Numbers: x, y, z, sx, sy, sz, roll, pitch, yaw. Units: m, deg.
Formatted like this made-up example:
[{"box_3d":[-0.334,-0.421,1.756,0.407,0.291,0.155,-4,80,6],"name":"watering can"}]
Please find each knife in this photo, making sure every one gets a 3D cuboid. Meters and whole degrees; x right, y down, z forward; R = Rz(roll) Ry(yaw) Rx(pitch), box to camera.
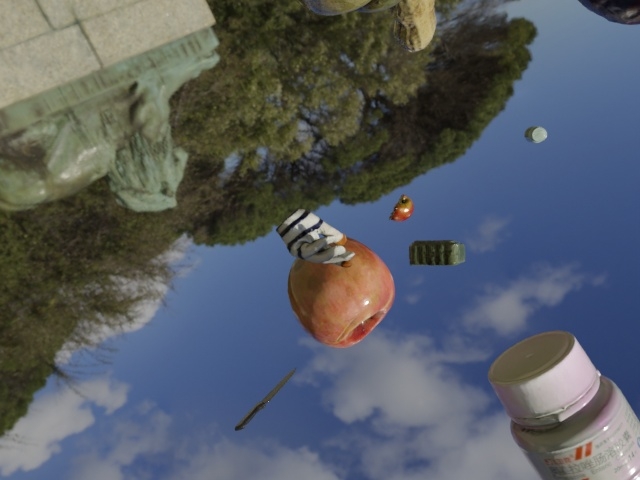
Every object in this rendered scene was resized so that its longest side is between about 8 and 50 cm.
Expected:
[{"box_3d":[-0.090,0.273,0.990,0.023,0.010,0.170,-11,-161,40],"name":"knife"}]

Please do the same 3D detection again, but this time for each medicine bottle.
[{"box_3d":[0.620,-0.305,1.633,0.047,0.047,0.083,-23,-172,10],"name":"medicine bottle"},{"box_3d":[0.514,0.367,1.189,0.241,0.302,0.241,-33,-177,2],"name":"medicine bottle"}]

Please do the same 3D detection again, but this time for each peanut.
[{"box_3d":[0.257,-0.634,1.569,0.130,0.130,0.290,-24,154,3],"name":"peanut"}]

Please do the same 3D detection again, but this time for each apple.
[{"box_3d":[0.059,0.166,1.913,0.363,0.364,0.364,-24,-166,6],"name":"apple"}]

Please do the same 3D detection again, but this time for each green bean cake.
[{"box_3d":[0.432,0.047,2.091,0.183,0.094,0.185,-2,177,26],"name":"green bean cake"}]

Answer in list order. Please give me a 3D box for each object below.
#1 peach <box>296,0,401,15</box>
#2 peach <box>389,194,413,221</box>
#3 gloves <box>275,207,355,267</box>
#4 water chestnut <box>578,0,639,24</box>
[{"box_3d":[0.051,-0.520,0.969,0.291,0.248,0.292,1,-140,-1],"name":"peach"},{"box_3d":[0.257,-0.093,1.777,0.098,0.061,0.098,-63,176,-8],"name":"peach"},{"box_3d":[-0.011,0.011,1.579,0.131,0.219,0.140,-44,-178,14],"name":"gloves"},{"box_3d":[0.623,-0.536,0.999,0.335,0.346,0.335,-47,-149,41],"name":"water chestnut"}]
